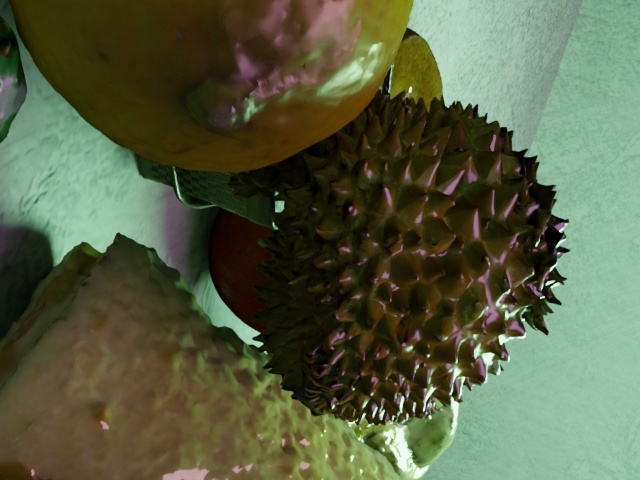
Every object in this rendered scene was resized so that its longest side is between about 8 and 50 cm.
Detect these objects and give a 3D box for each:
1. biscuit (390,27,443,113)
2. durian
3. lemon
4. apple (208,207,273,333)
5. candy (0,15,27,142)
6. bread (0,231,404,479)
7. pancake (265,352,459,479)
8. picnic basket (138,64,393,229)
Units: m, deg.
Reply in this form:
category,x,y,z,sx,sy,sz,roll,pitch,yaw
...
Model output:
category,x,y,z,sx,sy,sz,roll,pitch,yaw
biscuit,0.072,-0.123,1.341,0.314,0.063,0.367,-64,161,-6
durian,0.050,0.004,0.740,0.293,0.258,0.258,-125,-133,-64
lemon,-0.069,-0.182,0.609,0.245,0.245,0.320,87,-6,-50
apple,0.000,-0.002,1.036,0.234,0.234,0.234,-53,155,-37
candy,-0.264,0.005,0.591,0.323,0.097,0.097,-64,162,13
bread,-0.109,0.196,0.780,0.375,0.165,0.237,46,53,-21
pancake,-0.009,0.255,1.164,0.386,0.082,0.387,-12,133,-14
picnic basket,-0.042,-0.151,0.891,0.267,0.139,0.165,-50,153,-42
